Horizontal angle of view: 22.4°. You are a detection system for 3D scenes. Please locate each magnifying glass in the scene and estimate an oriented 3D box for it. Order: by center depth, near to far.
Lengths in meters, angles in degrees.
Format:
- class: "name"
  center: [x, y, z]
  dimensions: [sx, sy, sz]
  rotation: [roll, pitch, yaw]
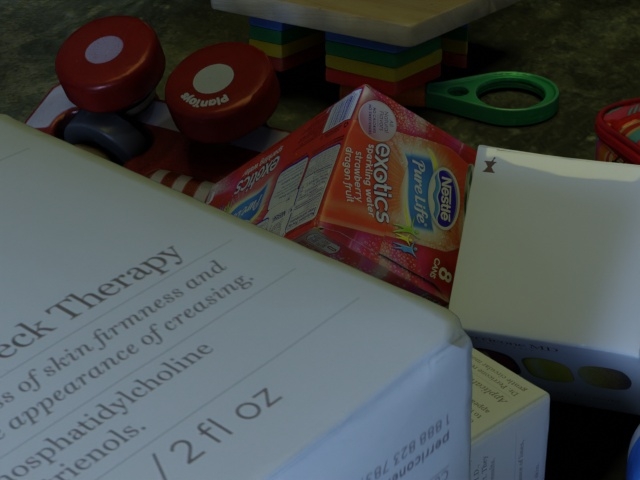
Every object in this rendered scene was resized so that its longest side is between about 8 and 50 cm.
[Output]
- class: "magnifying glass"
  center: [0.136, -0.154, 1.712]
  dimensions: [0.231, 0.026, 0.092]
  rotation: [1, 32, 7]

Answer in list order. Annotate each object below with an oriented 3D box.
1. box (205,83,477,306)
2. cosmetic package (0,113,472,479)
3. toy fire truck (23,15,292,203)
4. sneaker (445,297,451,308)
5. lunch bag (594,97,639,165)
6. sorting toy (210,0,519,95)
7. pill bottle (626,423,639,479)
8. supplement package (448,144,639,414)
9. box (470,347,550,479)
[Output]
- class: "box"
  center: [0.000, 0.000, 1.240]
  dimensions: [0.122, 0.257, 0.128]
  rotation: [30, 61, -20]
- class: "cosmetic package"
  center: [-0.164, 0.178, 0.934]
  dimensions: [0.393, 0.327, 0.329]
  rotation: [24, 41, 36]
- class: "toy fire truck"
  center: [-0.165, -0.050, 1.465]
  dimensions: [0.302, 0.169, 0.254]
  rotation: [16, 55, 27]
- class: "sneaker"
  center: [0.165, 0.003, 1.410]
  dimensions: [0.228, 0.087, 0.092]
  rotation: [-29, 43, -32]
- class: "lunch bag"
  center: [0.404, -0.072, 1.493]
  dimensions: [0.293, 0.120, 0.258]
  rotation: [-13, 30, -19]
- class: "sorting toy"
  center: [0.058, -0.240, 1.763]
  dimensions: [0.257, 0.089, 0.255]
  rotation: [15, 27, 32]
- class: "pill bottle"
  center: [0.267, 0.179, 1.092]
  dimensions: [0.124, 0.124, 0.221]
  rotation: [4, 32, 10]
- class: "supplement package"
  center: [0.184, 0.036, 1.189]
  dimensions: [0.139, 0.244, 0.134]
  rotation: [8, 77, 16]
- class: "box"
  center: [0.047, 0.156, 1.089]
  dimensions: [0.119, 0.182, 0.181]
  rotation: [-25, 40, -33]
